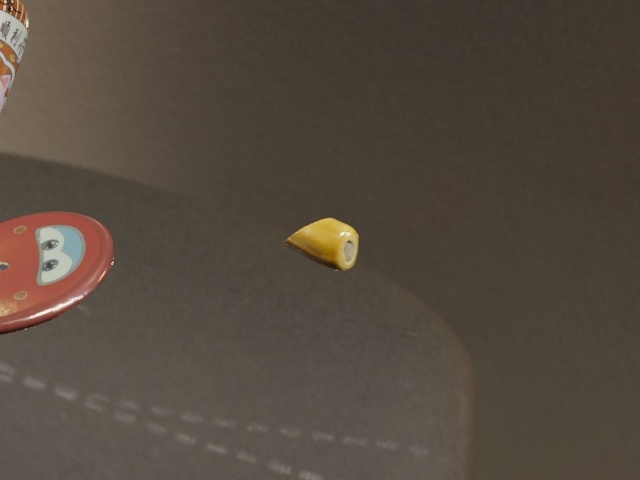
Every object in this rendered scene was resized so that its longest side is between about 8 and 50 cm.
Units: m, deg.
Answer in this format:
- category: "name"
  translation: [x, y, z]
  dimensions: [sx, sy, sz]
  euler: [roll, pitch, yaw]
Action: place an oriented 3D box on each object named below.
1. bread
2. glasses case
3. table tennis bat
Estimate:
- category: "bread"
  translation: [-0.001, -0.001, 1.514]
  dimensions: [0.103, 0.049, 0.062]
  euler: [26, -60, 36]
- category: "glasses case"
  translation: [-0.424, -0.170, 1.392]
  dimensions: [0.067, 0.266, 0.103]
  euler: [25, 5, 30]
- category: "table tennis bat"
  translation: [-0.181, 0.023, 0.612]
  dimensions: [0.155, 0.098, 0.019]
  euler: [-14, -54, -3]
